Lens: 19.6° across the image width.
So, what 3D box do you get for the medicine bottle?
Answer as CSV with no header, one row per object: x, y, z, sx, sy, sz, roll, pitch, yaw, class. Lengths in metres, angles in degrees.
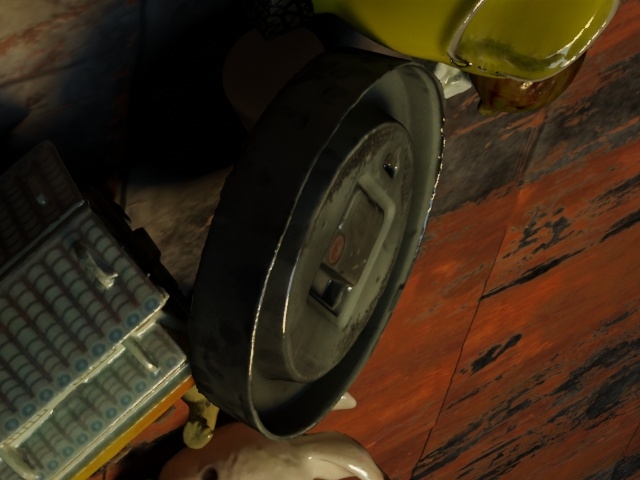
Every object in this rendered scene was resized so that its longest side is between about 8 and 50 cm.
-0.015,-0.098,1.492,0.086,0.086,0.183,-36,155,-3,medicine bottle

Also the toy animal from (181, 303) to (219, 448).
-0.103,0.100,1.727,0.101,0.103,0.219,-40,161,-45,toy animal

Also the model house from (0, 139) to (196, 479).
-0.210,0.067,1.385,0.224,0.198,0.215,-40,161,7,model house

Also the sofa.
0.000,-0.200,1.392,0.118,0.039,0.060,-26,150,-25,sofa

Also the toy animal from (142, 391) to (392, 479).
-0.087,0.295,1.966,0.247,0.183,0.310,-19,144,-44,toy animal

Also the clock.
0.001,0.001,1.414,0.312,0.061,0.313,-51,153,-38,clock

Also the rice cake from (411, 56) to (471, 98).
0.128,-0.240,1.460,0.063,0.066,0.336,-15,147,-20,rice cake

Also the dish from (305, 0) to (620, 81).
0.132,-0.193,1.362,0.262,0.108,0.221,1,138,-41,dish

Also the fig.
0.169,-0.157,1.618,0.109,0.103,0.155,15,140,-21,fig
